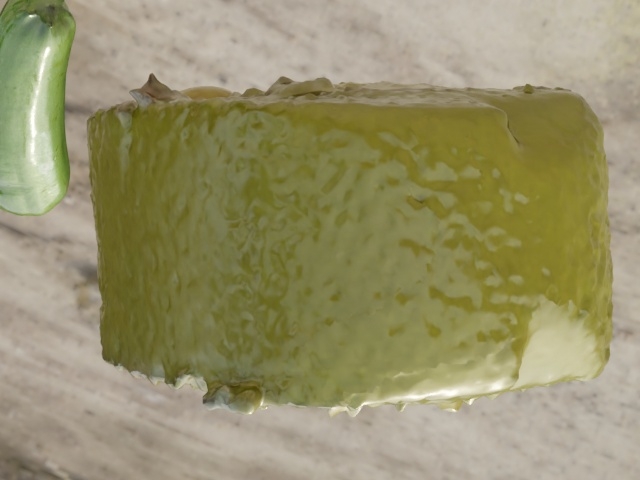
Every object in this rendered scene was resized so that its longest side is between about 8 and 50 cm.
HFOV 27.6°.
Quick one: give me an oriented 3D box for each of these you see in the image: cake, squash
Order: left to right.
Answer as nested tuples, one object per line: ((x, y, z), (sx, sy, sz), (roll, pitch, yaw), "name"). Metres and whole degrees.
((-0.078, -0.034, 0.342), (0.027, 0.027, 0.089), (21, 146, 2), "squash")
((0.000, 0.000, 0.577), (0.179, 0.156, 0.260), (-8, -176, -24), "cake")

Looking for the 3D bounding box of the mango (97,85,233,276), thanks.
((-0.095, -0.027, 0.862), (0.076, 0.161, 0.103), (30, -178, 38), "mango")
